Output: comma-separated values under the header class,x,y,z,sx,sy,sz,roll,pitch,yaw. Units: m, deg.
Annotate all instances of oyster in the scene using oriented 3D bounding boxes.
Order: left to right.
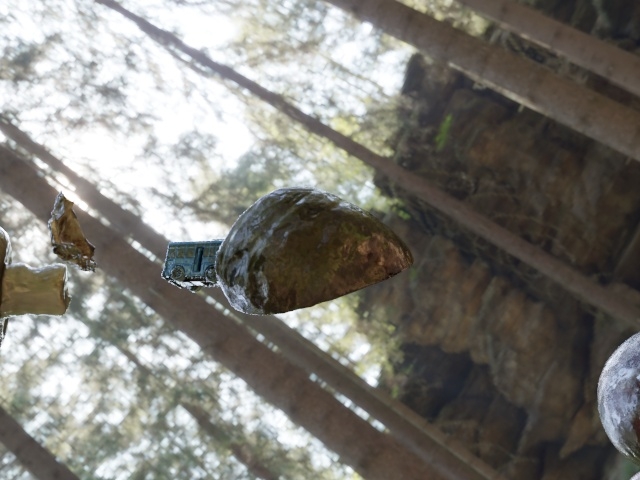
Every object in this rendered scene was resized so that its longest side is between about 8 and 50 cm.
class,x,y,z,sx,sy,sz,roll,pitch,yaw
oyster,-0.347,0.002,1.238,0.051,0.103,0.148,-20,-41,3

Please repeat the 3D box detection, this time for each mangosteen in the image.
class,x,y,z,sx,sy,sz,roll,pitch,yaw
mangosteen,0.619,0.250,1.491,0.297,0.297,0.293,49,-136,-62

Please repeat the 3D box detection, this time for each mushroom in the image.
class,x,y,z,sx,sy,sz,roll,pitch,yaw
mushroom,-0.528,0.089,1.459,0.243,0.243,0.243,-40,-32,-31

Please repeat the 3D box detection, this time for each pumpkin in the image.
class,x,y,z,sx,sy,sz,roll,pitch,yaw
pumpkin,0.000,0.000,1.362,0.312,0.148,0.169,-17,-77,-18

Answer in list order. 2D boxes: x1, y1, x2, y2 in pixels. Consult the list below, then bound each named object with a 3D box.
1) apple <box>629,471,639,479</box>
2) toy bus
class,x,y,z,sx,sy,sz,roll,pitch,yaw
apple,0.453,0.366,1.159,0.153,0.120,0.153,12,-90,-73
toy bus,-0.238,0.051,1.918,0.090,0.184,0.106,46,-133,-58
